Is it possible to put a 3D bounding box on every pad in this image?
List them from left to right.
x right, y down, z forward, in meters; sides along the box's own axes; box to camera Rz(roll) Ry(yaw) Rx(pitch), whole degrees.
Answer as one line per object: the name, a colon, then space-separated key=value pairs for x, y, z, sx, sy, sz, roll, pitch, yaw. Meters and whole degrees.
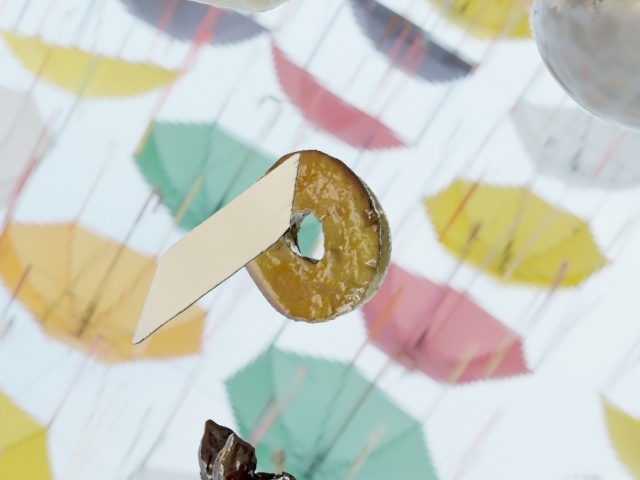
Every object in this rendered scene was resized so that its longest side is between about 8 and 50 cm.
pad: x=-0.057 y=0.002 z=1.052 sx=0.003 sy=0.112 sz=0.157 roll=51 pitch=-166 yaw=-14

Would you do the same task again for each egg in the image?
egg: x=0.201 y=-0.134 z=1.060 sx=0.146 sy=0.146 sz=0.199 roll=19 pitch=171 yaw=-23

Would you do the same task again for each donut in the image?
donut: x=0.000 y=0.000 z=1.849 sx=0.065 sy=0.162 sz=0.178 roll=10 pitch=-132 yaw=-59

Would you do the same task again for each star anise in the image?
star anise: x=-0.070 y=0.240 z=1.690 sx=0.057 sy=0.168 sz=0.168 roll=-27 pitch=-120 yaw=-32

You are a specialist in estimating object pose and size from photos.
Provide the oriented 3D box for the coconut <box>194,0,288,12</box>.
coconut: x=-0.056 y=-0.216 z=1.081 sx=0.161 sy=0.162 sz=0.161 roll=51 pitch=-169 yaw=-13
